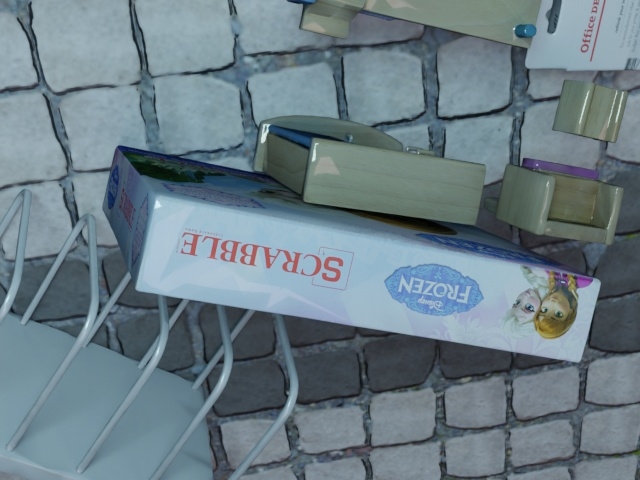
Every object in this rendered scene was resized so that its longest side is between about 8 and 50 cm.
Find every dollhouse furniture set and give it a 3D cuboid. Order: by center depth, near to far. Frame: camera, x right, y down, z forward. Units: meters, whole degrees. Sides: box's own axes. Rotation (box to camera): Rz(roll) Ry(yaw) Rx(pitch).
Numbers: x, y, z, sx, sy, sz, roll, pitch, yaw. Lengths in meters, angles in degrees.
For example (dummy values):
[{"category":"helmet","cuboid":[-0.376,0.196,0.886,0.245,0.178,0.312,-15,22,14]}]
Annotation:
[{"category":"dollhouse furniture set","cuboid":[0.099,-0.177,0.837,0.286,0.198,0.303,8,100,-17]}]

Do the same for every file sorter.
[{"category":"file sorter","cuboid":[-0.186,0.101,0.926,0.278,0.193,0.173,25,114,-25]}]

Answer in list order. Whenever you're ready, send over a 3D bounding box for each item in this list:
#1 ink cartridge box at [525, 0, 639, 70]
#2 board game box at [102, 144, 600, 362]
[{"category":"ink cartridge box","cuboid":[0.259,-0.203,0.875,0.180,0.060,0.104,-2,125,-9]},{"category":"board game box","cuboid":[0.000,0.000,0.815,0.319,0.318,0.065,10,98,-18]}]
